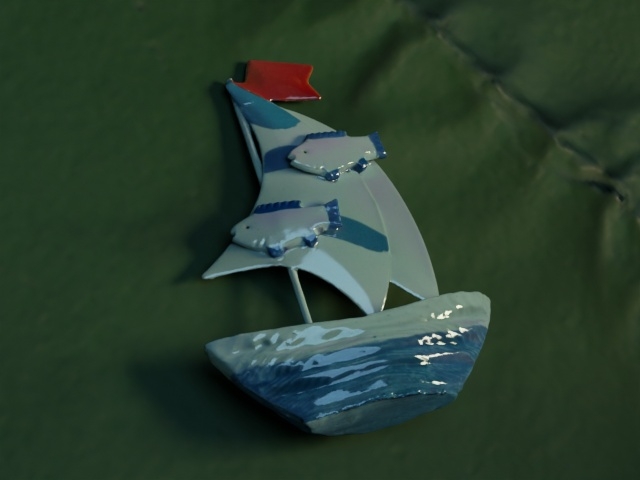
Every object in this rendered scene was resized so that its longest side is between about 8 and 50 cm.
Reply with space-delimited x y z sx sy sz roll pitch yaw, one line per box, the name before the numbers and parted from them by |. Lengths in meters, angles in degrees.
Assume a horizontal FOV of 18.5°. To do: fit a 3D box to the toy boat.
toy boat | 0.011 0.006 0.704 0.105 0.034 0.149 12 52 -13
